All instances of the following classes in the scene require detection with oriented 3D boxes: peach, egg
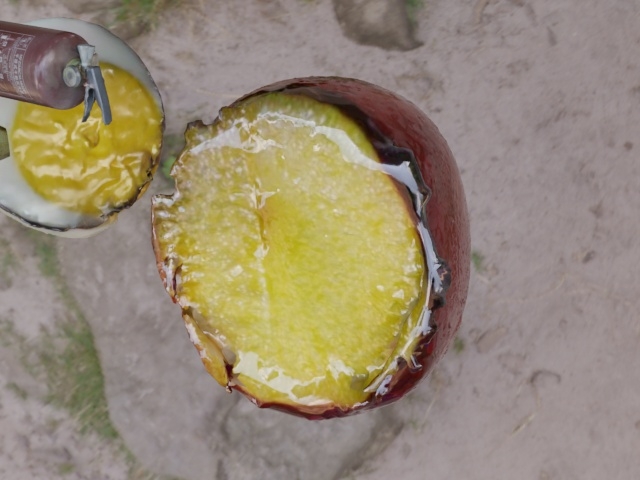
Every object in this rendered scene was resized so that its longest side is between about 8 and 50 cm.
[{"bbox_3d":[0.000,0.000,1.117,0.339,0.353,0.417,5,151,11],"label":"peach"},{"bbox_3d":[-0.412,-0.156,1.513,0.337,0.337,0.201,56,149,-4],"label":"egg"}]

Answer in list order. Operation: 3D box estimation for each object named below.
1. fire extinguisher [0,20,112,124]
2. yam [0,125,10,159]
[{"bbox_3d":[-0.351,-0.207,1.176,0.268,0.104,0.105,15,115,30],"label":"fire extinguisher"},{"bbox_3d":[-0.395,-0.096,1.010,0.070,0.146,0.070,45,150,36],"label":"yam"}]
